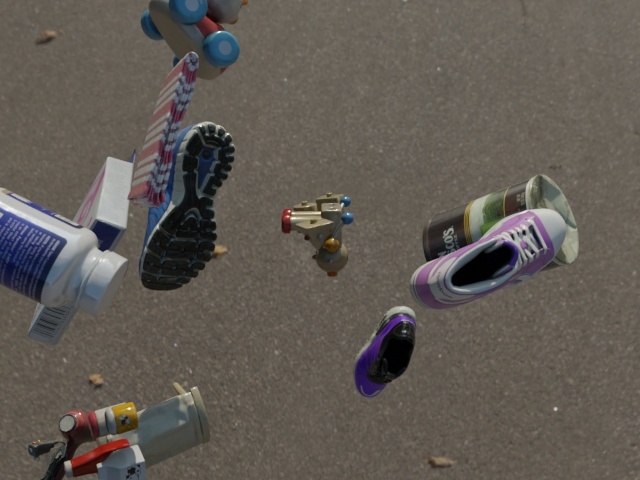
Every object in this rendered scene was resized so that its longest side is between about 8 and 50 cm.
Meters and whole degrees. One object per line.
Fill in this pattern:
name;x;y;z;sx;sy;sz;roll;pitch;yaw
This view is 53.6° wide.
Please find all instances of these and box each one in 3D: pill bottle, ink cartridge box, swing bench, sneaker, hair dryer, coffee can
pill bottle;-0.350;0.021;0.808;0.187;0.112;0.112;27;53;-4
ink cartridge box;-0.493;-0.006;1.324;0.071;0.324;0.330;25;26;-27
swing bench;-0.432;0.488;1.609;0.253;0.255;0.165;-18;89;-25
sneaker;0.282;0.022;0.934;0.282;0.161;0.102;-28;84;-18
sneaker;0.164;0.320;1.644;0.102;0.293;0.146;16;28;-10
sneaker;-0.264;-0.064;1.197;0.130;0.330;0.147;19;2;-36
hair dryer;-0.694;0.569;1.724;0.080;0.223;0.293;25;22;20
coffee can;0.398;-0.007;1.415;0.275;0.201;0.201;-23;35;41

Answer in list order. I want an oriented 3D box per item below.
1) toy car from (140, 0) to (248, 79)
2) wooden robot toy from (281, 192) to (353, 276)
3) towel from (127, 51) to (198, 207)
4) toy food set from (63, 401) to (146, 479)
toy car;-0.234;-0.500;1.399;0.238;0.210;0.219;-48;27;-20
wooden robot toy;0.000;0.000;0.689;0.076;0.079;0.173;-7;13;3
towel;-0.204;-0.137;0.826;0.029;0.144;0.197;18;85;-25
toy food set;-0.321;0.339;0.927;0.105;0.232;0.111;-10;26;-28
